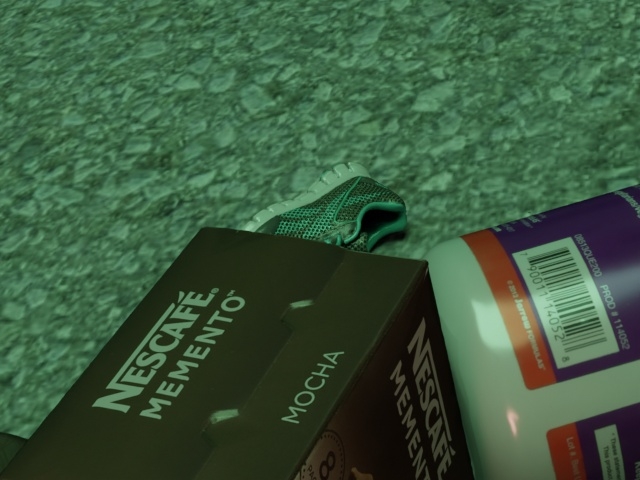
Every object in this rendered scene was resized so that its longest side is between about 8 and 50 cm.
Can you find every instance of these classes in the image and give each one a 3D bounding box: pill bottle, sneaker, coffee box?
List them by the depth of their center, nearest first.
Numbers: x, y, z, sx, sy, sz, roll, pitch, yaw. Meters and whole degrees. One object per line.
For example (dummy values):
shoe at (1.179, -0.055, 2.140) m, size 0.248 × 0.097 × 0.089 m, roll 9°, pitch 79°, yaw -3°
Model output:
coffee box at (-0.009, 0.163, 0.645) m, size 0.119 × 0.297 × 0.168 m, roll 8°, pitch 41°, yaw 29°
pill bottle at (0.227, 0.048, 0.818) m, size 0.323 × 0.181 × 0.181 m, roll -16°, pitch 35°, yaw -3°
sneaker at (0.000, 0.000, 1.071) m, size 0.076 × 0.065 × 0.166 m, roll 26°, pitch 53°, yaw 38°

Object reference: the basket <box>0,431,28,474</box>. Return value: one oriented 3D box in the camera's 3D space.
basket at (-0.212, 0.238, 0.752) m, size 0.204 × 0.154 × 0.227 m, roll -21°, pitch 39°, yaw -6°
